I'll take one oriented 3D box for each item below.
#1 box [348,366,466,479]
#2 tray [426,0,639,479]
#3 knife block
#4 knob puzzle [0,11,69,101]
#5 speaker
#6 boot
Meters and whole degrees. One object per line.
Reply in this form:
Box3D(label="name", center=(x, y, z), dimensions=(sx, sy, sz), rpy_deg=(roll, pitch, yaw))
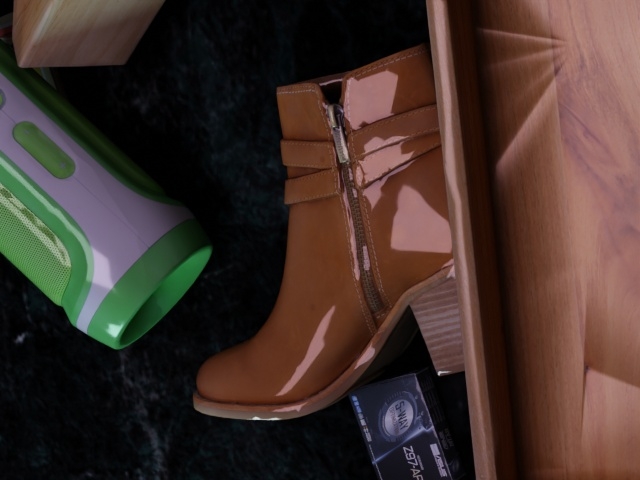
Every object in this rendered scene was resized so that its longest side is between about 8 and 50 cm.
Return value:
Box3D(label="box", center=(0.062, 0.138, 1.394), dimensions=(0.067, 0.018, 0.083), rpy_deg=(-17, 94, 40))
Box3D(label="tray", center=(0.185, -0.019, 1.182), dimensions=(0.202, 0.076, 0.411), rpy_deg=(-3, 102, 19))
Box3D(label="knife block", center=(-0.132, -0.219, 1.318), dimensions=(0.242, 0.088, 0.276), rpy_deg=(-135, 47, -56))
Box3D(label="knob puzzle", center=(-0.277, -0.083, 1.578), dimensions=(0.213, 0.030, 0.213), rpy_deg=(13, 112, 34))
Box3D(label="speaker", center=(-0.224, -0.056, 1.462), dimensions=(0.296, 0.131, 0.131), rpy_deg=(42, 126, 8))
Box3D(label="boot", center=(0.000, 0.000, 1.337), dimensions=(0.283, 0.109, 0.220), rpy_deg=(-18, 95, 37))
